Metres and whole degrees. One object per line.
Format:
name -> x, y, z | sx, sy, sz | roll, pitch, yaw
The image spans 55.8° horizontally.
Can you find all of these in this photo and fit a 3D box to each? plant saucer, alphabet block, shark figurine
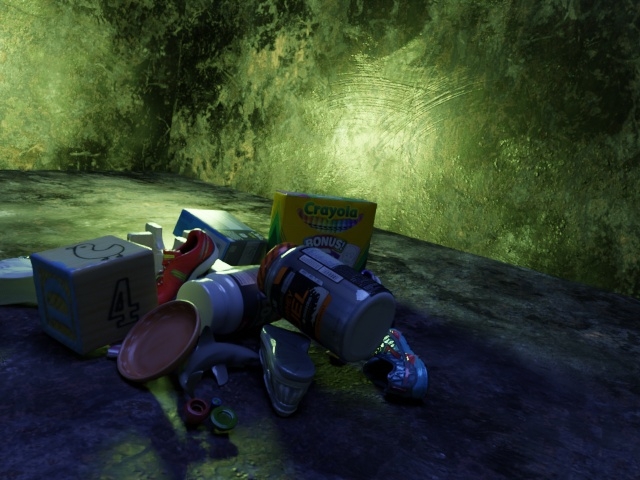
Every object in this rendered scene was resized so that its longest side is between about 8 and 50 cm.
plant saucer -> -0.331, 0.213, 1.261 | 0.200, 0.200, 0.037 | 24, -26, 48
alphabet block -> -0.501, 0.113, 1.354 | 0.192, 0.194, 0.197 | 16, 24, 38
shark figurine -> -0.246, 0.242, 1.265 | 0.166, 0.116, 0.278 | 12, 10, 15

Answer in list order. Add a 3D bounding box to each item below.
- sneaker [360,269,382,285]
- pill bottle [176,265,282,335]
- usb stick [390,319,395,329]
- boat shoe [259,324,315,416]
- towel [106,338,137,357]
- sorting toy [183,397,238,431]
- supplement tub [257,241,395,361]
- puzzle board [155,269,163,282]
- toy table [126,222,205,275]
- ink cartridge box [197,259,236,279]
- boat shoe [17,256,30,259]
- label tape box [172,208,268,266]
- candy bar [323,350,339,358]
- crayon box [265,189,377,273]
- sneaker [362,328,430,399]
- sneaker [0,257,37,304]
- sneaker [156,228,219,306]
sneaker -> 0.123, 0.157, 1.850 | 0.102, 0.161, 0.282 | 4, 12, -22
pill bottle -> -0.220, 0.155, 1.565 | 0.161, 0.161, 0.283 | 18, 15, 34
usb stick -> 0.070, 0.226, 1.696 | 0.277, 0.077, 0.045 | 10, -22, 0
boat shoe -> -0.081, 0.268, 1.322 | 0.118, 0.103, 0.320 | 16, 8, -13
towel -> -0.406, 0.230, 1.393 | 0.144, 0.029, 0.197 | 7, 15, -13
sorting toy -> -0.202, 0.324, 1.106 | 0.101, 0.042, 0.061 | 22, 28, 2
supplement tub -> 0.005, 0.135, 1.445 | 0.316, 0.194, 0.193 | 29, 21, 36
puzzle board -> -0.439, 0.118, 1.719 | 0.096, 0.128, 0.011 | -2, 59, -42
toy table -> -0.472, 0.050, 1.856 | 0.252, 0.161, 0.274 | 18, 15, 33
ink cartridge box -> -0.316, 0.121, 1.724 | 0.072, 0.128, 0.175 | -2, 17, -43
boat shoe -> -0.817, 0.076, 1.675 | 0.184, 0.063, 0.066 | 10, 12, -4
label tape box -> -0.307, -0.009, 2.105 | 0.240, 0.106, 0.333 | 32, 15, 27
candy bar -> 0.051, 0.276, 1.570 | 0.040, 0.018, 0.161 | 14, 13, 17
crayon box -> 0.000, 0.000, 2.106 | 0.362, 0.313, 0.106 | 3, 14, -30
sneaker -> 0.154, 0.281, 1.430 | 0.125, 0.104, 0.262 | 4, 13, -19
sneaker -> -0.711, 0.098, 1.556 | 0.292, 0.108, 0.169 | 5, 16, -19
sneaker -> -0.397, 0.078, 1.616 | 0.107, 0.118, 0.279 | 12, 53, 41
